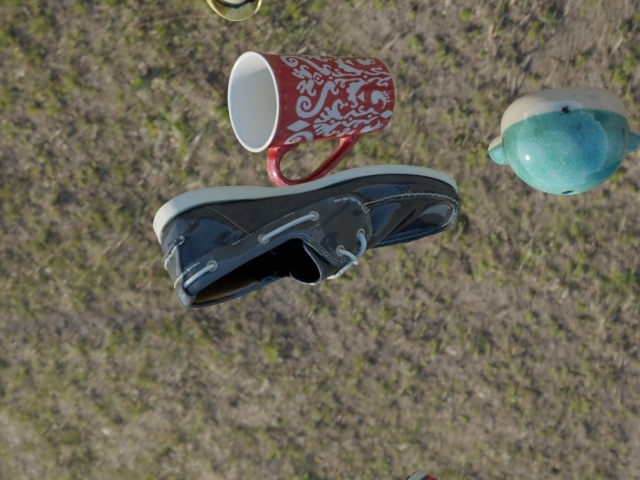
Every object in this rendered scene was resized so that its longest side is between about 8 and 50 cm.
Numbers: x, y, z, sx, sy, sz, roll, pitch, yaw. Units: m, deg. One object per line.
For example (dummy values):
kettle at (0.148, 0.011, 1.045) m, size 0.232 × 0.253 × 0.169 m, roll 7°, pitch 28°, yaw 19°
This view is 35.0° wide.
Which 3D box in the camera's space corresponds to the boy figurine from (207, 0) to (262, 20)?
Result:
boy figurine at (-0.148, -0.347, 1.228) m, size 0.177 × 0.285 × 0.092 m, roll -24°, pitch 76°, yaw 7°

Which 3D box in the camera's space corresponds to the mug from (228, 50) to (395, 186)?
mug at (-0.011, -0.151, 1.189) m, size 0.113 × 0.169 × 0.150 m, roll 48°, pitch 135°, yaw 40°

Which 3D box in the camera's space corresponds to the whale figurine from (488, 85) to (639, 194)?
whale figurine at (0.354, -0.118, 1.472) m, size 0.216 × 0.141 × 0.272 m, roll -4°, pitch 162°, yaw 9°

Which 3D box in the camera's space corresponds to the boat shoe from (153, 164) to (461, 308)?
boat shoe at (0.000, 0.000, 0.744) m, size 0.233 × 0.079 × 0.084 m, roll -10°, pitch 145°, yaw -18°

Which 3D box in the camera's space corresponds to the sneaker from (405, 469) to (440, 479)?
sneaker at (0.083, 0.341, 0.887) m, size 0.118 × 0.279 × 0.107 m, roll 10°, pitch 147°, yaw 13°
